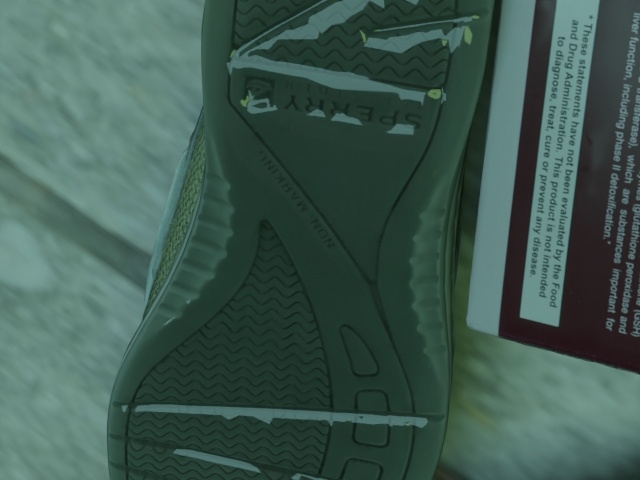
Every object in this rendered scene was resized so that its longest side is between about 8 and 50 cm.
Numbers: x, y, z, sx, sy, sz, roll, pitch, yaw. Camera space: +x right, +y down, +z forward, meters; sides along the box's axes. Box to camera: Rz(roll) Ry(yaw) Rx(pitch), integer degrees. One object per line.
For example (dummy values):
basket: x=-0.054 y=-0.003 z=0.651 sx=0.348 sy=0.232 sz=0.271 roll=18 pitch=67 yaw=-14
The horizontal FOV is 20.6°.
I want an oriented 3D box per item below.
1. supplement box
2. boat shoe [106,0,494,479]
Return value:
supplement box: x=0.172 y=-0.014 z=0.535 sx=0.239 sy=0.073 sz=0.130 roll=14 pitch=112 yaw=25
boat shoe: x=-0.002 y=-0.002 z=0.625 sx=0.118 sy=0.103 sz=0.320 roll=11 pitch=119 yaw=5
